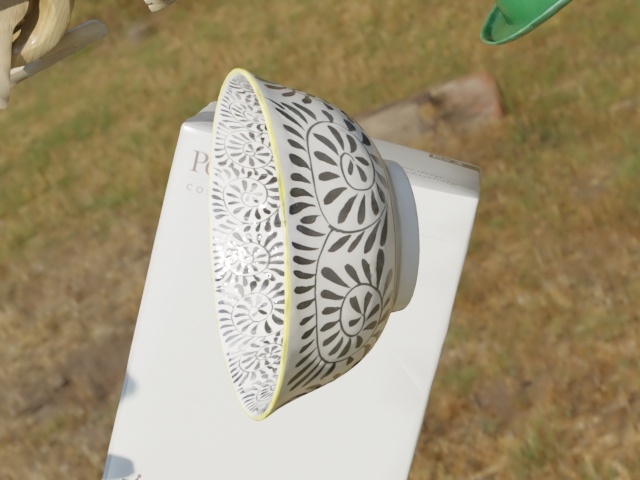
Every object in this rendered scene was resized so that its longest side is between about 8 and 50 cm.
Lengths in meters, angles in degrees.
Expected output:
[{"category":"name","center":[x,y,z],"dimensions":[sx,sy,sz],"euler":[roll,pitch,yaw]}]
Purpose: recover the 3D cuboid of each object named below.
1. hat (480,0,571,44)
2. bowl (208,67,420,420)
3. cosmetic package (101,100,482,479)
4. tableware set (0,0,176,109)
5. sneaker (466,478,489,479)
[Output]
[{"category":"hat","center":[0.099,-0.243,1.044],"dimensions":[0.173,0.183,0.208],"euler":[-47,11,1]},{"category":"bowl","center":[0.000,0.000,0.825],"dimensions":[0.080,0.170,0.170],"euler":[-3,32,-14]},{"category":"cosmetic package","center":[-0.029,0.111,1.222],"dimensions":[0.217,0.385,0.156],"euler":[12,14,3]},{"category":"tableware set","center":[-0.132,-0.153,0.968],"dimensions":[0.194,0.128,0.039],"euler":[-28,50,4]},{"category":"sneaker","center":[0.118,0.304,1.627],"dimensions":[0.282,0.099,0.153],"euler":[-22,9,-34]}]
